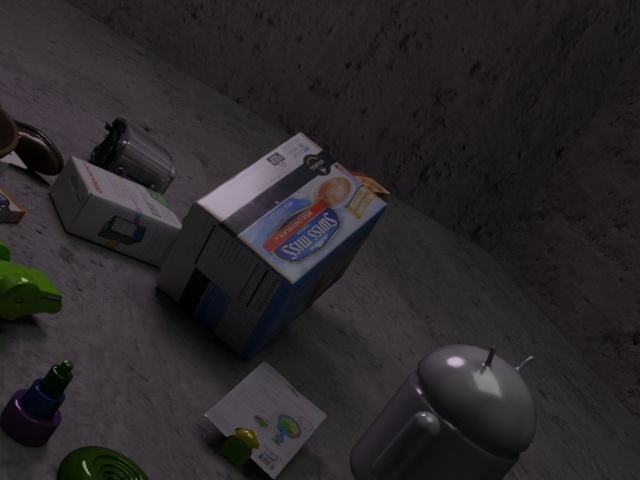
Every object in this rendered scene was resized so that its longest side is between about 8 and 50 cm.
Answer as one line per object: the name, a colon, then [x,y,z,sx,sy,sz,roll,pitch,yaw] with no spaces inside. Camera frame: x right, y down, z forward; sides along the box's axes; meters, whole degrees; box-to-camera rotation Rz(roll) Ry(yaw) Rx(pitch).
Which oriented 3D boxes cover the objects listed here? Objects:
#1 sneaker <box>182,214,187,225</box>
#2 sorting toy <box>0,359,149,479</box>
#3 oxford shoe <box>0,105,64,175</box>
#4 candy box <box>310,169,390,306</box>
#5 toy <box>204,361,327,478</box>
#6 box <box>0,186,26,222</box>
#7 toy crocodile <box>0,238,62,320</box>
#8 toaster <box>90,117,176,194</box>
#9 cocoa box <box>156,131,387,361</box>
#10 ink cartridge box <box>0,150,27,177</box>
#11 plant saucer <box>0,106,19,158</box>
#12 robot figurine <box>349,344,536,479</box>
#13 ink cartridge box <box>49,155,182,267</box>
sneaker: [-0.239,0.003,2.148,0.086,0.064,0.192,19,20,-28]
sorting toy: [-0.202,0.268,1.209,0.365,0.126,0.127,38,14,7]
oxford shoe: [-0.585,-0.181,1.919,0.227,0.083,0.096,32,32,-11]
candy box: [0.000,0.000,2.177,0.087,0.316,0.183,40,15,18]
toy: [-0.090,0.281,1.581,0.137,0.056,0.237,41,19,6]
box: [-0.552,-0.064,1.678,0.081,0.028,0.136,41,13,18]
toy crocodile: [-0.474,0.055,1.352,0.115,0.105,0.340,42,11,26]
toaster: [-0.394,-0.161,2.176,0.146,0.129,0.227,34,11,-25]
cocoa box: [-0.083,0.006,1.894,0.228,0.231,0.347,39,41,10]
ink cartridge box: [-0.607,-0.147,1.736,0.198,0.067,0.115,15,25,-52]
plant saucer: [-0.622,-0.199,1.652,0.277,0.041,0.278,26,23,-12]
robot figurine: [0.182,0.300,1.538,0.200,0.353,0.300,42,16,24]
ink cartridge box: [-0.379,-0.054,1.922,0.212,0.093,0.154,26,16,-39]
